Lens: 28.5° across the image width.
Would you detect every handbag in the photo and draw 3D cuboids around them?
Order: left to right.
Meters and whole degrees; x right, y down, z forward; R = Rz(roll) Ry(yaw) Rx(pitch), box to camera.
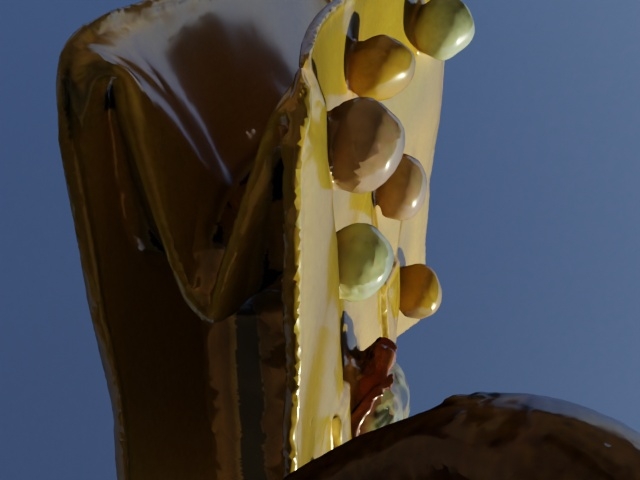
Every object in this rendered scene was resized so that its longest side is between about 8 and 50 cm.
[{"bbox_3d":[0.000,0.000,0.676,0.133,0.283,0.401,4,-160,12],"label":"handbag"}]

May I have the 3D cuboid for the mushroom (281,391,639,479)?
[{"bbox_3d":[0.044,0.208,0.413,0.267,0.267,0.254,27,-144,5],"label":"mushroom"}]
